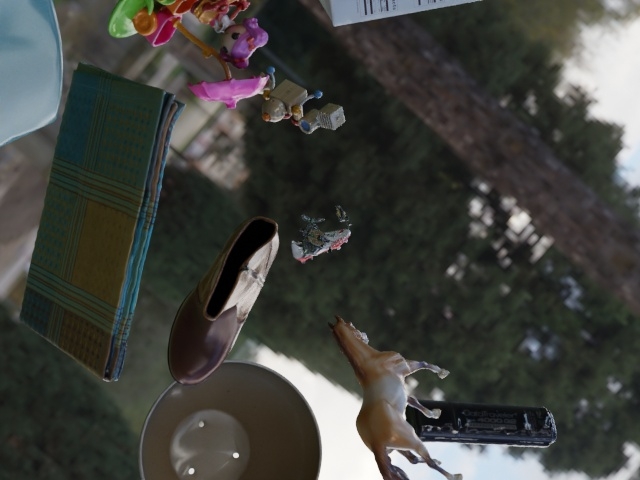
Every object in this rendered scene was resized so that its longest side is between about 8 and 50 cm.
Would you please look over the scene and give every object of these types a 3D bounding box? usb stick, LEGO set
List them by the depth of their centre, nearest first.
[{"bbox_3d":[0.000,-0.008,1.719,0.083,0.054,0.023,-17,173,-30],"label":"LEGO set"},{"bbox_3d":[0.273,0.312,2.473,0.045,0.278,0.077,125,-36,-51],"label":"usb stick"}]

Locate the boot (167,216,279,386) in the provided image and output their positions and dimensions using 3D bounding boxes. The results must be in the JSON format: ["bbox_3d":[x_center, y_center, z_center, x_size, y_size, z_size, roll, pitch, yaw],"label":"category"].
[{"bbox_3d":[-0.127,0.089,1.919,0.264,0.096,0.280,-54,-176,0],"label":"boot"}]

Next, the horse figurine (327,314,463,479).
[{"bbox_3d":[0.096,0.219,1.840,0.066,0.174,0.263,-40,-145,34],"label":"horse figurine"}]

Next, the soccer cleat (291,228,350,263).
[{"bbox_3d":[0.000,0.000,1.949,0.083,0.035,0.029,-24,-153,-3],"label":"soccer cleat"}]

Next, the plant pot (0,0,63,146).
[{"bbox_3d":[-0.329,-0.195,1.311,0.166,0.165,0.234,-28,147,-12],"label":"plant pot"}]

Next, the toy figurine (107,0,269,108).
[{"bbox_3d":[-0.112,-0.222,1.523,0.173,0.159,0.130,-47,172,30],"label":"toy figurine"}]

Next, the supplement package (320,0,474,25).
[{"bbox_3d":[0.086,-0.364,1.678,0.203,0.149,0.194,-11,-150,-7],"label":"supplement package"}]

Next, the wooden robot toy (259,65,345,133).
[{"bbox_3d":[-0.053,-0.194,2.186,0.079,0.173,0.076,-42,149,-34],"label":"wooden robot toy"}]

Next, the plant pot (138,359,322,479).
[{"bbox_3d":[-0.157,0.334,2.287,0.284,0.284,0.191,-51,-173,-15],"label":"plant pot"}]

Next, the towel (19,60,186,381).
[{"bbox_3d":[-0.288,-0.033,1.873,0.271,0.040,0.370,25,-76,52],"label":"towel"}]
